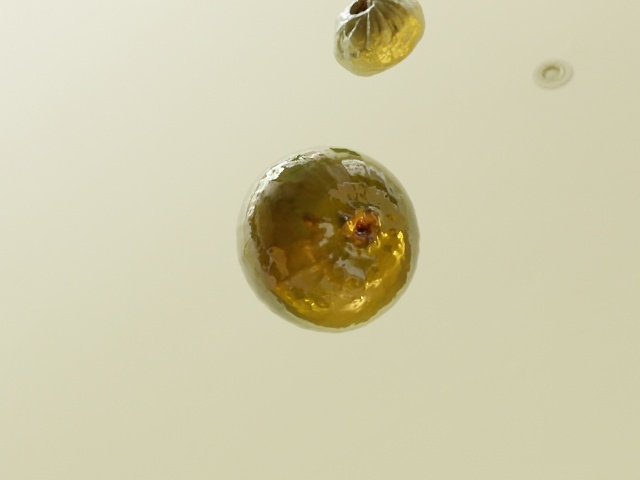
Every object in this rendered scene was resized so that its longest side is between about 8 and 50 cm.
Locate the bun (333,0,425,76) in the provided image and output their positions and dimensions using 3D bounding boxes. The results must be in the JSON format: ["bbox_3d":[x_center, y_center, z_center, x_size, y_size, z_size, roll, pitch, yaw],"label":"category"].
[{"bbox_3d":[0.102,-0.414,1.415,0.195,0.118,0.195,-27,-140,25],"label":"bun"}]

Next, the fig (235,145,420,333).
[{"bbox_3d":[0.000,0.000,1.171,0.316,0.316,0.316,-11,-123,17],"label":"fig"}]
